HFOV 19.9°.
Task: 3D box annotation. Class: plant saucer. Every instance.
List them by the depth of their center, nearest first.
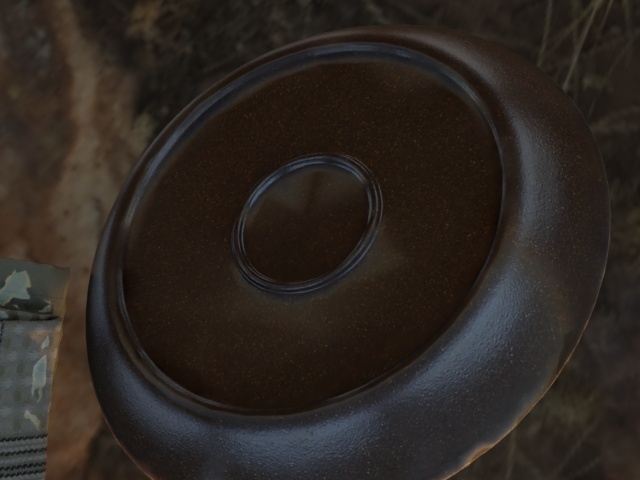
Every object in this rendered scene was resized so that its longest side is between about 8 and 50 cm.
[{"bbox_3d":[0.000,0.000,0.985,0.310,0.311,0.050,-6,148,23],"label":"plant saucer"}]

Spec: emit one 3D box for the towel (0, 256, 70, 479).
[{"bbox_3d":[-0.266,0.151,1.003,0.056,0.312,0.324,2,86,43],"label":"towel"}]
